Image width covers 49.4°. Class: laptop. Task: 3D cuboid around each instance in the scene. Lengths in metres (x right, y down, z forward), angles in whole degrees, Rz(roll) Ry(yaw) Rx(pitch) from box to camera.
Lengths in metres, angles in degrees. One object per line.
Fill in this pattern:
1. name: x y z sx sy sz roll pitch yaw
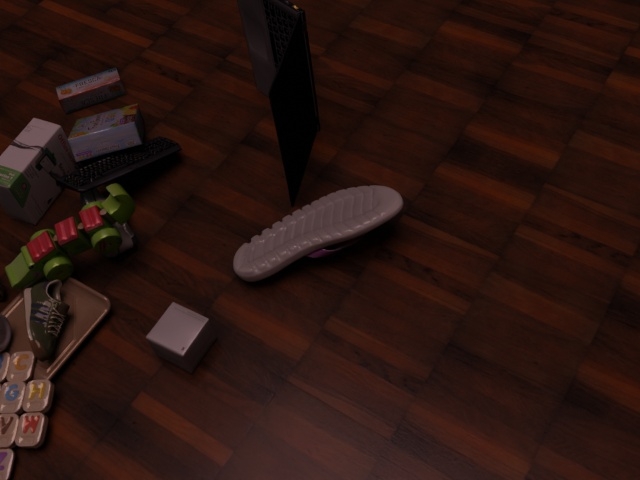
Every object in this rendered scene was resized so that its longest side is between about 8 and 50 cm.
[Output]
1. laptop: -0.138 -0.371 1.702 0.236 0.382 0.408 -39 59 -20

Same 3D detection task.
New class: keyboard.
1. keyboard: -0.528 -0.206 1.782 0.202 0.033 0.317 16 35 39

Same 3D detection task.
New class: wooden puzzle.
1. wooden puzzle: -0.619 0.192 1.570 0.221 0.044 0.238 24 65 22

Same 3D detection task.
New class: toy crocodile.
1. toy crocodile: -0.568 -0.005 1.579 0.341 0.105 0.115 -31 62 1

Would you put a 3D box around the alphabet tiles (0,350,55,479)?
1. alphabet tiles: -0.697 0.362 1.444 0.284 0.021 0.277 -4 59 9

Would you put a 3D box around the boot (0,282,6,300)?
1. boot: -0.808 0.047 1.662 0.219 0.082 0.106 40 40 3

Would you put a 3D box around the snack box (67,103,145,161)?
1. snack box: -0.559 -0.287 1.835 0.175 0.070 0.207 -16 25 -4

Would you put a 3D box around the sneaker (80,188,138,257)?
1. sneaker: -0.526 -0.062 1.720 0.091 0.094 0.258 -17 57 -27

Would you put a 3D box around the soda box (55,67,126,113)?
1. soda box: -0.661 -0.431 2.007 0.183 0.058 0.063 -21 55 -9

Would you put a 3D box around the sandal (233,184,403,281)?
1. sandal: -0.002 -0.010 1.611 0.416 0.102 0.169 -22 39 6

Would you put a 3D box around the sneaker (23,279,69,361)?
1. sneaker: -0.589 0.163 1.516 0.086 0.064 0.192 -25 55 -1

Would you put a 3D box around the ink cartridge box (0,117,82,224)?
1. ink cartridge box: -0.725 -0.177 1.769 0.093 0.160 0.219 17 59 16

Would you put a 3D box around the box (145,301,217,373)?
1. box: -0.295 0.207 1.488 0.101 0.087 0.102 22 60 20

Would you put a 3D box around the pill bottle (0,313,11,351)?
1. pill bottle: -0.764 0.205 1.508 0.160 0.087 0.087 -7 54 12
